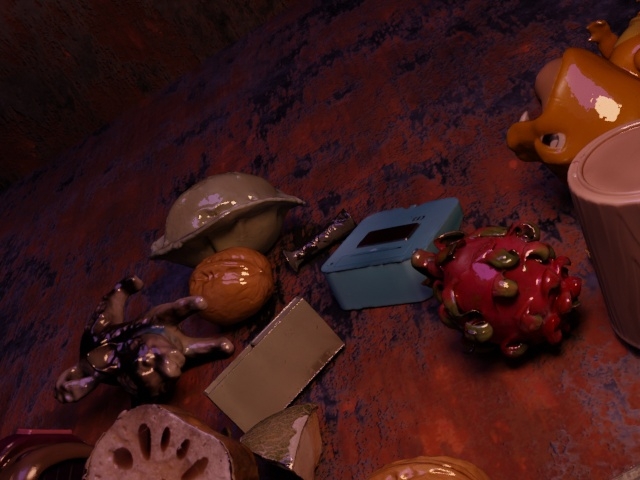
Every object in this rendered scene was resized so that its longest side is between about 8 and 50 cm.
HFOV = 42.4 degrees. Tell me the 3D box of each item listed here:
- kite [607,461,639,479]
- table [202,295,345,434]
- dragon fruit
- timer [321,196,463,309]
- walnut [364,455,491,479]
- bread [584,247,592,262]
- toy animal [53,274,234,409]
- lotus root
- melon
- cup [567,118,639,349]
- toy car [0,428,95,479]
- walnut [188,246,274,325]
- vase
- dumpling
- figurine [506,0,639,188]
[{"bbox_3d":[0.335,0.370,0.962,0.267,0.013,0.323,-4,44,43],"label":"kite"},{"bbox_3d":[-0.092,0.226,1.497,0.240,0.121,0.111,-45,14,-15],"label":"table"},{"bbox_3d":[0.273,0.067,1.287,0.198,0.218,0.273,7,22,-15],"label":"dragon fruit"},{"bbox_3d":[0.150,0.018,1.600,0.231,0.091,0.250,-11,27,37],"label":"timer"},{"bbox_3d":[0.131,0.354,1.049,0.197,0.165,0.165,-11,38,31],"label":"walnut"},{"bbox_3d":[0.463,0.012,1.303,0.083,0.036,0.047,-25,29,14],"label":"bread"},{"bbox_3d":[-0.383,0.246,1.692,0.303,0.194,0.344,-45,28,-26],"label":"toy animal"},{"bbox_3d":[-0.204,0.379,1.268,0.272,0.192,0.272,-3,83,27],"label":"lotus root"},{"bbox_3d":[-0.048,0.321,1.344,0.139,0.093,0.202,-50,25,-17],"label":"melon"},{"bbox_3d":[0.479,0.002,1.069,0.208,0.273,0.288,-38,28,-15],"label":"cup"},{"bbox_3d":[-0.408,0.469,1.292,0.240,0.271,0.341,-10,75,36],"label":"toy car"},{"bbox_3d":[-0.185,0.093,1.721,0.206,0.159,0.159,-21,32,40],"label":"walnut"},{"bbox_3d":[0.000,0.000,1.762,0.167,0.059,0.059,-35,30,3],"label":"vase"},{"bbox_3d":[-0.231,-0.044,1.840,0.321,0.270,0.212,-51,55,18],"label":"dumpling"},{"bbox_3d":[0.520,-0.243,1.317,0.387,0.268,0.401,-54,14,1],"label":"figurine"}]
